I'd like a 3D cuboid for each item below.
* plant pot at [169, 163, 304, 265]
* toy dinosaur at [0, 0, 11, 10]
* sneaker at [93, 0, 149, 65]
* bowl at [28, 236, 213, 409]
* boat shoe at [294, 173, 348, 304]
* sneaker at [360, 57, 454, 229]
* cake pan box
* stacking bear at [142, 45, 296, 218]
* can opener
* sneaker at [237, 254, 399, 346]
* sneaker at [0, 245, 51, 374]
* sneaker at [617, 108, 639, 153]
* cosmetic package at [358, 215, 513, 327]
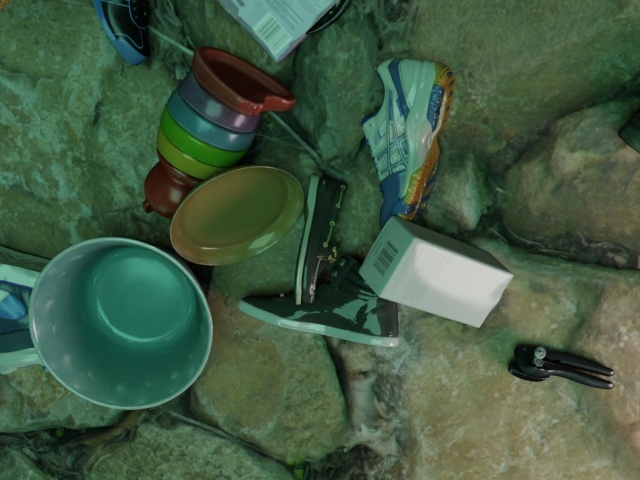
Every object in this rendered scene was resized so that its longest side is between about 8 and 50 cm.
[{"bbox_3d":[-0.142,-0.047,1.266,0.236,0.236,0.032,-39,54,15],"label":"plant pot"},{"bbox_3d":[-0.450,-0.501,1.152,0.218,0.322,0.164,17,146,4],"label":"toy dinosaur"},{"bbox_3d":[-0.319,-0.408,1.229,0.090,0.081,0.232,-17,102,19],"label":"sneaker"},{"bbox_3d":[-0.331,0.123,1.331,0.312,0.163,0.311,1,105,2],"label":"bowl"},{"bbox_3d":[0.000,0.000,1.268,0.069,0.081,0.227,9,76,-4],"label":"boat shoe"},{"bbox_3d":[0.128,-0.154,1.250,0.131,0.112,0.296,17,106,20],"label":"sneaker"},{"bbox_3d":[-0.062,-0.455,1.194,0.246,0.070,0.267,-43,97,18],"label":"cake pan box"},{"bbox_3d":[-0.198,-0.156,1.252,0.164,0.175,0.289,40,116,12],"label":"stacking bear"},{"bbox_3d":[0.431,0.223,1.337,0.186,0.073,0.059,8,68,1],"label":"can opener"},{"bbox_3d":[0.003,0.091,1.330,0.296,0.104,0.146,9,89,14],"label":"sneaker"},{"bbox_3d":[-0.616,0.134,1.390,0.323,0.130,0.236,14,102,-3],"label":"sneaker"},{"bbox_3d":[0.602,-0.152,1.187,0.227,0.087,0.130,36,113,2],"label":"sneaker"},{"bbox_3d":[0.193,0.054,1.245,0.231,0.085,0.117,20,109,-33],"label":"cosmetic package"}]
